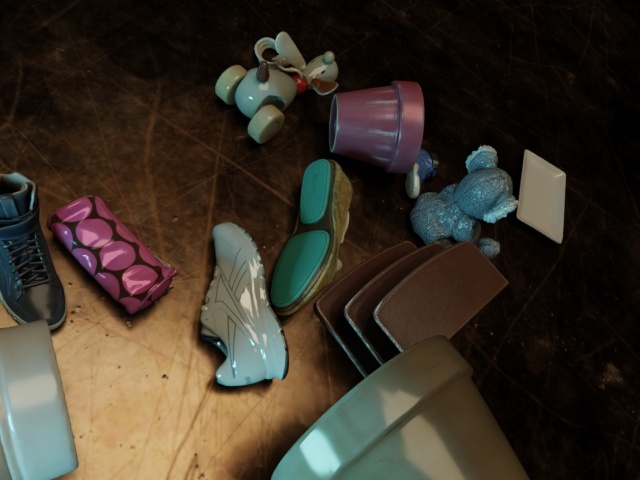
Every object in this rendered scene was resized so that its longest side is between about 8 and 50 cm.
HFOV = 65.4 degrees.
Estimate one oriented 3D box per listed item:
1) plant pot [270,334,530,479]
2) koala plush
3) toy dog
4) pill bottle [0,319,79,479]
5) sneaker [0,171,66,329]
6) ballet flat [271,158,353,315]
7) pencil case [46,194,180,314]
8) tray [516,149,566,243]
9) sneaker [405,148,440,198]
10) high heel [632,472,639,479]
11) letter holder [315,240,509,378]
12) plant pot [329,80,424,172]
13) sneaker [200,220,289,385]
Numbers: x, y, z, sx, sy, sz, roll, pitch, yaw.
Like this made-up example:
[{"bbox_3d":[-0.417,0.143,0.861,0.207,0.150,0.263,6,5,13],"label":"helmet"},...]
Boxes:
[{"bbox_3d":[0.144,0.335,0.655,0.323,0.323,0.280,-23,56,-33],"label":"plant pot"},{"bbox_3d":[0.329,-0.077,1.082,0.203,0.221,0.196,5,61,-23],"label":"koala plush"},{"bbox_3d":[-0.074,-0.365,1.091,0.220,0.161,0.334,31,54,-7],"label":"toy dog"},{"bbox_3d":[-0.485,0.226,0.522,0.392,0.224,0.224,-13,69,-30],"label":"pill bottle"},{"bbox_3d":[-0.428,0.010,0.711,0.086,0.163,0.226,-21,75,-35],"label":"sneaker"},{"bbox_3d":[0.000,0.000,0.961,0.123,0.123,0.349,21,58,-14],"label":"ballet flat"},{"bbox_3d":[-0.330,0.017,0.798,0.209,0.095,0.098,44,89,1],"label":"pencil case"},{"bbox_3d":[0.593,-0.120,1.351,0.145,0.030,0.270,29,54,-9],"label":"tray"},{"bbox_3d":[0.249,-0.160,1.192,0.084,0.058,0.152,10,52,-10],"label":"sneaker"},{"bbox_3d":[0.618,0.597,0.942,0.186,0.093,0.261,-27,85,-16],"label":"high heel"},{"bbox_3d":[0.170,0.100,0.953,0.302,0.152,0.214,-30,76,-35],"label":"letter holder"},{"bbox_3d":[0.116,-0.256,1.113,0.180,0.201,0.201,3,61,-7],"label":"plant pot"},{"bbox_3d":[-0.145,0.099,0.833,0.129,0.111,0.297,-14,63,-13],"label":"sneaker"}]
